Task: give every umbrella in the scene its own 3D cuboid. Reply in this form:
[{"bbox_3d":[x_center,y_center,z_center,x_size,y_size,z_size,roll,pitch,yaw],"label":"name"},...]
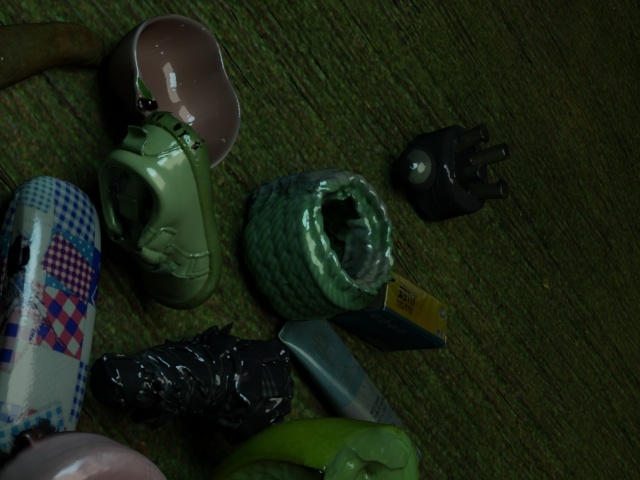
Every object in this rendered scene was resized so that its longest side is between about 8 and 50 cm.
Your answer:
[{"bbox_3d":[-0.157,0.190,1.621,0.336,0.128,0.154,-11,80,-58],"label":"umbrella"}]

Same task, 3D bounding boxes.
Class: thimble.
[{"bbox_3d":[0.000,0.000,1.853,0.219,0.150,0.219,25,58,-47],"label":"thimble"}]

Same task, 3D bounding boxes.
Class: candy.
[{"bbox_3d":[-0.269,0.324,1.417,0.255,0.094,0.255,-15,111,-43],"label":"candy"}]

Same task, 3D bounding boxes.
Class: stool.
[{"bbox_3d":[0.223,-0.110,2.198,0.228,0.139,0.153,-36,109,-54],"label":"stool"}]

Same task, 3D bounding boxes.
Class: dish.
[{"bbox_3d":[-0.203,-0.183,1.686,0.213,0.090,0.213,19,67,-53],"label":"dish"}]

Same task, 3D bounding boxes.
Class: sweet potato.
[{"bbox_3d":[-0.340,-0.220,1.532,0.273,0.075,0.075,-29,105,-57],"label":"sweet potato"}]

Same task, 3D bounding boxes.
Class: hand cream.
[{"bbox_3d":[0.044,0.218,1.942,0.312,0.070,0.111,55,37,-23],"label":"hand cream"}]

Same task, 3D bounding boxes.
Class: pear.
[{"bbox_3d":[-0.002,0.359,1.692,0.318,0.238,0.342,-28,121,-55],"label":"pear"}]

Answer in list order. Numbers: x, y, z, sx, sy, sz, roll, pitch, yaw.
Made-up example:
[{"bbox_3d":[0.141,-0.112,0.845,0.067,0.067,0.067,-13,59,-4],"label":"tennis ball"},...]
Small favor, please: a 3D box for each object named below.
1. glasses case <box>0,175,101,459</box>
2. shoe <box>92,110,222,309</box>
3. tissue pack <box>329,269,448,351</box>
[{"bbox_3d":[-0.315,0.087,1.480,0.125,0.076,0.327,28,60,-50],"label":"glasses case"},{"bbox_3d":[-0.204,-0.032,1.587,0.128,0.140,0.262,-19,129,-33],"label":"shoe"},{"bbox_3d":[0.102,0.105,1.999,0.169,0.120,0.082,32,59,-44],"label":"tissue pack"}]
